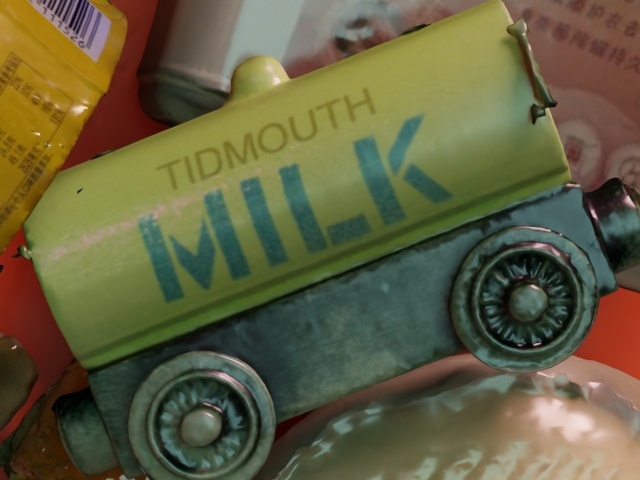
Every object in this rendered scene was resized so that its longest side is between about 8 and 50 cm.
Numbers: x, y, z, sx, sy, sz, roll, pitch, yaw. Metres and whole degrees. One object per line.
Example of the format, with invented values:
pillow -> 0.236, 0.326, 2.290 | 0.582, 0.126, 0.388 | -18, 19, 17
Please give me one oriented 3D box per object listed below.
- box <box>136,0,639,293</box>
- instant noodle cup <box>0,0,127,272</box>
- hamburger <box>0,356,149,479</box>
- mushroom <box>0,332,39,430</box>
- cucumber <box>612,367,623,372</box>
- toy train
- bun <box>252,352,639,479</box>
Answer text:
box -> 0.068, -0.100, 0.710 | 0.311, 0.175, 0.182 | 19, 92, -15
instant noodle cup -> -0.215, -0.068, 0.587 | 0.200, 0.264, 0.264 | 36, 78, -21
hamburger -> -0.095, 0.102, 0.685 | 0.102, 0.087, 0.176 | 19, 85, -16
mushroom -> -0.276, 0.129, 0.634 | 0.333, 0.087, 0.107 | -40, 102, -18
cucumber -> 0.161, 0.117, 0.776 | 0.112, 0.064, 0.064 | 46, 76, -6
toy train -> 0.000, 0.000, 0.602 | 0.253, 0.105, 0.157 | -21, 93, 5
bun -> 0.072, 0.194, 0.701 | 0.287, 0.146, 0.287 | 0, 85, -1
